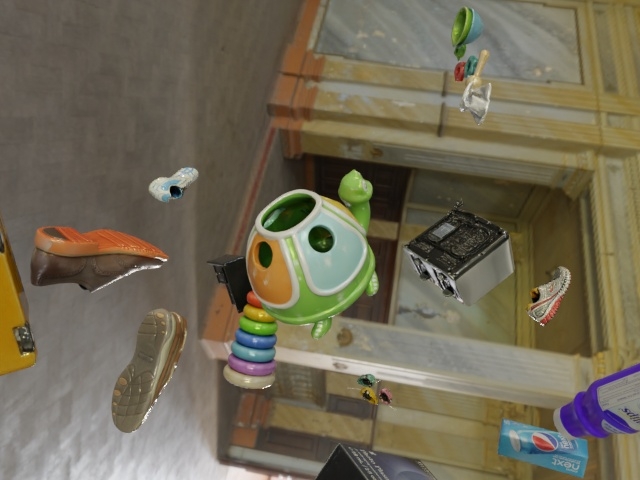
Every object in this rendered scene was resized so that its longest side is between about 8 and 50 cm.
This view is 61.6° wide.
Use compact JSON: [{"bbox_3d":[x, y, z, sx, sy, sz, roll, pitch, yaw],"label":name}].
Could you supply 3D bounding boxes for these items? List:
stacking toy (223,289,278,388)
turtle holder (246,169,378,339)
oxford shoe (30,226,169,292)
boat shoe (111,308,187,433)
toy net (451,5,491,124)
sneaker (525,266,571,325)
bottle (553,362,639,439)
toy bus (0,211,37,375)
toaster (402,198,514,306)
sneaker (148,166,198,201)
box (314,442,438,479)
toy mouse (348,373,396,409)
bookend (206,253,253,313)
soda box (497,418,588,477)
[{"bbox_3d":[-0.163,0.218,1.444,0.141,0.141,0.330,-22,124,-84],"label":"stacking toy"},{"bbox_3d":[0.001,0.012,1.075,0.243,0.320,0.227,56,-10,52],"label":"turtle holder"},{"bbox_3d":[-0.524,0.051,1.291,0.363,0.130,0.133,9,104,-58],"label":"oxford shoe"},{"bbox_3d":[-0.421,0.334,1.365,0.116,0.123,0.324,23,91,-63],"label":"boat shoe"},{"bbox_3d":[0.265,-0.308,0.988,0.122,0.045,0.232,123,-27,-64],"label":"toy net"},{"bbox_3d":[0.739,0.164,1.739,0.225,0.092,0.088,-49,161,-29],"label":"sneaker"},{"bbox_3d":[0.572,0.309,1.015,0.283,0.118,0.092,-48,-163,46],"label":"bottle"},{"bbox_3d":[-0.566,0.056,0.888,0.130,0.108,0.333,25,-54,60],"label":"toy bus"},{"bbox_3d":[0.294,0.026,1.121,0.168,0.185,0.110,37,-21,52],"label":"toaster"},{"bbox_3d":[-0.467,-0.179,1.760,0.085,0.086,0.237,-49,179,29],"label":"sneaker"},{"bbox_3d":[0.164,0.593,1.094,0.183,0.294,0.296,-57,-141,4],"label":"box"},{"bbox_3d":[0.166,0.438,1.595,0.031,0.161,0.143,-45,156,-39],"label":"toy mouse"},{"bbox_3d":[-0.270,0.128,1.645,0.157,0.072,0.156,4,-68,60],"label":"bookend"},{"bbox_3d":[0.574,0.537,1.396,0.067,0.210,0.071,-46,141,-58],"label":"soda box"}]
